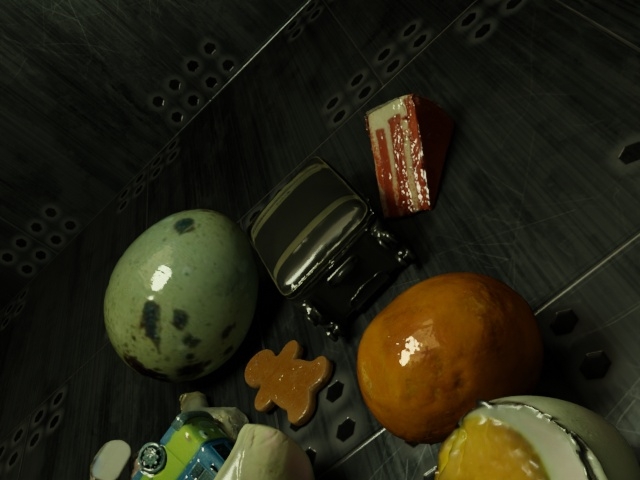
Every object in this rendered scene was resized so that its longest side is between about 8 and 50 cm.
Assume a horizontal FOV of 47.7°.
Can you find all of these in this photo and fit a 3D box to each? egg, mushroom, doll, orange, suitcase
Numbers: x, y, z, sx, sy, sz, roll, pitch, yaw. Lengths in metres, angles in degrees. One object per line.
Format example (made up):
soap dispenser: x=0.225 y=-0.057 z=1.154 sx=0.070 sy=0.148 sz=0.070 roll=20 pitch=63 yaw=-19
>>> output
egg: x=0.280 y=0.328 z=0.896 sx=0.264 sy=0.174 sz=0.286 roll=55 pitch=128 yaw=41
mushroom: x=-0.243 y=0.390 z=1.578 sx=0.278 sy=0.099 sz=0.096 roll=1 pitch=52 yaw=57
doll: x=-0.536 y=0.638 z=1.586 sx=0.423 sy=0.161 sz=0.348 roll=-54 pitch=6 yaw=44
orange: x=0.189 y=0.171 z=1.070 sx=0.284 sy=0.284 sz=0.226 roll=-38 pitch=71 yaw=21
egg: x=-0.319 y=0.125 z=1.690 sx=0.345 sy=0.345 sz=0.427 roll=49 pitch=123 yaw=59
suitcase: x=0.000 y=0.000 z=1.585 sx=0.283 sy=0.194 sz=0.434 roll=-46 pitch=29 yaw=6

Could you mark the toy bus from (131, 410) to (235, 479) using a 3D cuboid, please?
toy bus: x=-0.277 y=0.496 z=1.375 sx=0.190 sy=0.152 sz=0.312 roll=36 pitch=90 yaw=20

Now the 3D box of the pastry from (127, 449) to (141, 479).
pastry: x=-0.342 y=0.507 z=1.568 sx=0.265 sy=0.103 sz=0.112 roll=-25 pitch=21 yaw=46

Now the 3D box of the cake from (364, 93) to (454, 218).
cake: x=0.214 y=-0.178 z=1.636 sx=0.158 sy=0.160 sz=0.261 roll=-15 pitch=80 yaw=44

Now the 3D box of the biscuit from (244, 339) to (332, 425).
biscuit: x=-0.074 y=0.291 z=1.519 sx=0.250 sy=0.036 sz=0.165 roll=6 pitch=61 yaw=51

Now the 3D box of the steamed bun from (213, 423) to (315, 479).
steamed bun: x=-0.080 y=0.417 z=1.229 sx=0.153 sy=0.238 sz=0.170 roll=18 pitch=63 yaw=15
